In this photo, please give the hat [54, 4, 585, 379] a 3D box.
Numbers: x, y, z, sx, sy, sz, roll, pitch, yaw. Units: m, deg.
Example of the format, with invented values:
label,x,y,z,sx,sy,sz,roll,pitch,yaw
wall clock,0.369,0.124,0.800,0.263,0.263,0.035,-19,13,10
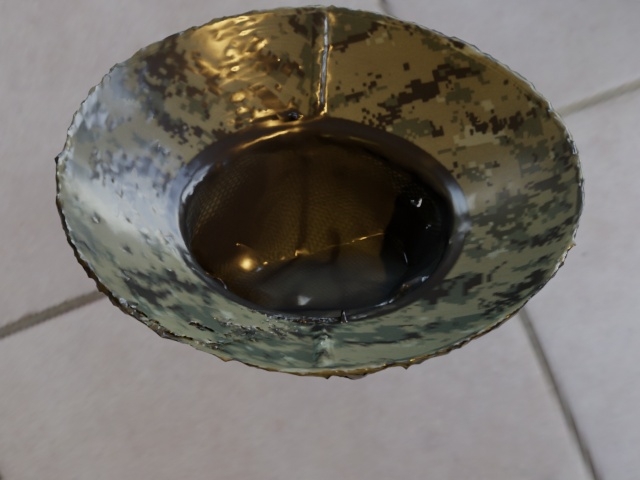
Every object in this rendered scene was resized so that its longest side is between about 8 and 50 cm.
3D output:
label,x,y,z,sx,sy,sz,roll,pitch,yaw
hat,0.000,0.000,0.939,0.265,0.128,0.265,1,53,-1
